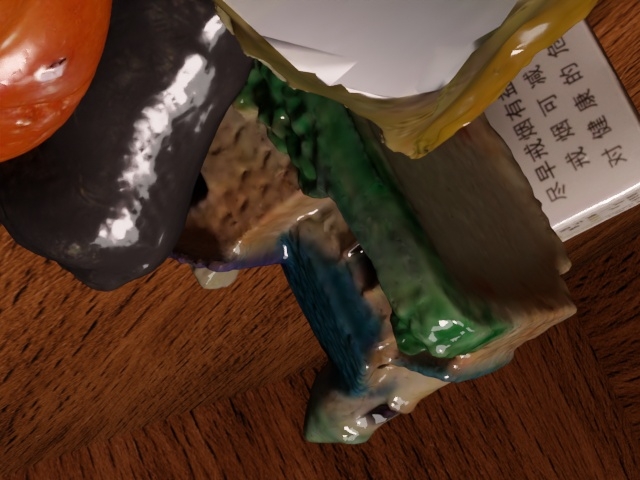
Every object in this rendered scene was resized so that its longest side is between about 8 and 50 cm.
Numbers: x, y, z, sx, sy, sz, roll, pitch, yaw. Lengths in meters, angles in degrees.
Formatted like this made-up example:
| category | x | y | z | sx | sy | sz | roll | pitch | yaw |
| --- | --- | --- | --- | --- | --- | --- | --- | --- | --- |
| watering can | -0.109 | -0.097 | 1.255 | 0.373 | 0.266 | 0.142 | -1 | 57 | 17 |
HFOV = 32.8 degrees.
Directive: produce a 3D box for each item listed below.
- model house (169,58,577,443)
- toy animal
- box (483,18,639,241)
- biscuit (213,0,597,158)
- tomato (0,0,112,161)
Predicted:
| category | x | y | z | sx | sy | sz | roll | pitch | yaw |
| --- | --- | --- | --- | --- | --- | --- | --- | --- | --- |
| model house | 0.000 | 0.000 | 0.877 | 0.280 | 0.312 | 0.245 | -35 | 166 | 32 |
| toy animal | -0.080 | -0.126 | 0.572 | 0.343 | 0.168 | 0.106 | -50 | 161 | 26 |
| box | 0.134 | -0.071 | 1.036 | 0.330 | 0.210 | 0.095 | -29 | 165 | 17 |
| biscuit | 0.010 | -0.183 | 0.408 | 0.335 | 0.078 | 0.329 | 8 | 122 | -21 |
| tomato | -0.207 | -0.099 | 0.421 | 0.259 | 0.180 | 0.260 | -24 | 169 | -5 |
